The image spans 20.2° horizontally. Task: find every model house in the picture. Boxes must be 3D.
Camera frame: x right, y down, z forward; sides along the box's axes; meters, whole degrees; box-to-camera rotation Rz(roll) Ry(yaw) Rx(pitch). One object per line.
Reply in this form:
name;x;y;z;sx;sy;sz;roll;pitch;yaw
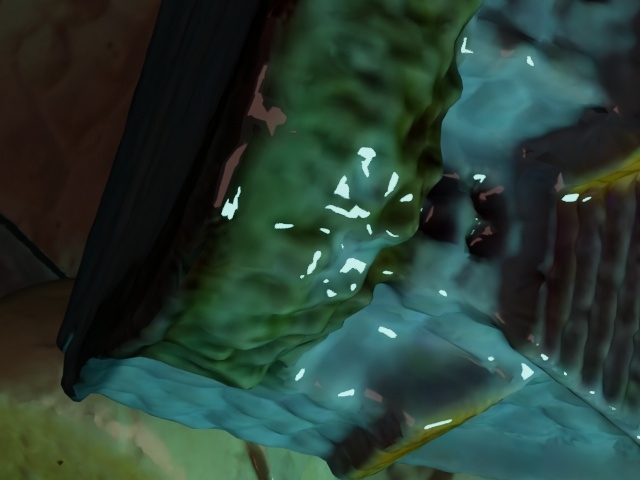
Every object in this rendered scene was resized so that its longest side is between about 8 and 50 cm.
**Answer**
model house;0.100;-0.051;0.792;0.339;0.297;0.360;21;64;-15

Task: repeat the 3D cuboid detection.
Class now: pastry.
pastry;-0.108;0.135;0.947;0.264;0.133;0.265;12;121;21
